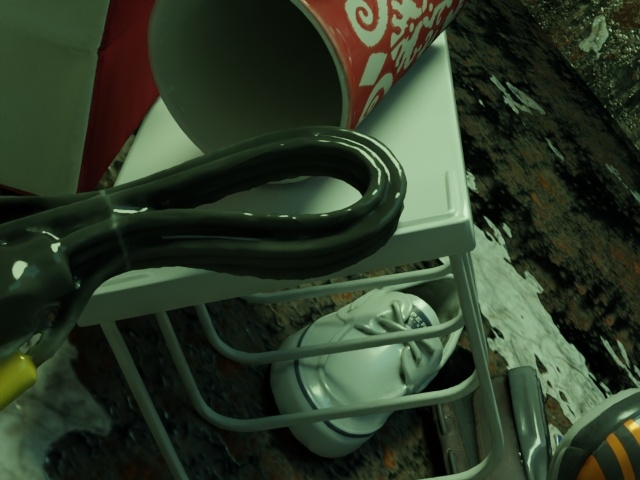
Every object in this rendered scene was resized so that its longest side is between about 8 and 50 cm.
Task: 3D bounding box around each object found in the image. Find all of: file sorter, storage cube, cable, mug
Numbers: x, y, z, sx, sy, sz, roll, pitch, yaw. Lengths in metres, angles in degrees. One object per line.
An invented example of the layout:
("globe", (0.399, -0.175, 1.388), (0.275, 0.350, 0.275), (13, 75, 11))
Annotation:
("file sorter", (0.000, 0.000, 0.601), (0.277, 0.193, 0.173), (-85, 161, -56))
("storage cube", (-0.168, -0.159, 0.521), (0.215, 0.183, 0.193), (19, 31, -3))
("cable", (-0.108, 0.014, 0.414), (0.287, 0.072, 0.139), (-23, 54, -22))
("mug", (0.017, -0.125, 0.507), (0.113, 0.150, 0.169), (52, 46, -7))

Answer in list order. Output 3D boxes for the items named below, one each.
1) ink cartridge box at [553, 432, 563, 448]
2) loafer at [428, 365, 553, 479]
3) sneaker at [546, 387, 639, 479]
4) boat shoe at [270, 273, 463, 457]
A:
("ink cartridge box", (0.288, 0.307, 0.803), (0.371, 0.069, 0.175), (35, 40, -33))
("loafer", (0.120, 0.212, 0.690), (0.302, 0.095, 0.109), (-79, 156, -54))
("sneaker", (0.239, 0.237, 0.551), (0.321, 0.125, 0.180), (65, -12, -25))
("boat shoe", (0.047, 0.073, 0.735), (0.095, 0.084, 0.258), (51, 25, 1))
